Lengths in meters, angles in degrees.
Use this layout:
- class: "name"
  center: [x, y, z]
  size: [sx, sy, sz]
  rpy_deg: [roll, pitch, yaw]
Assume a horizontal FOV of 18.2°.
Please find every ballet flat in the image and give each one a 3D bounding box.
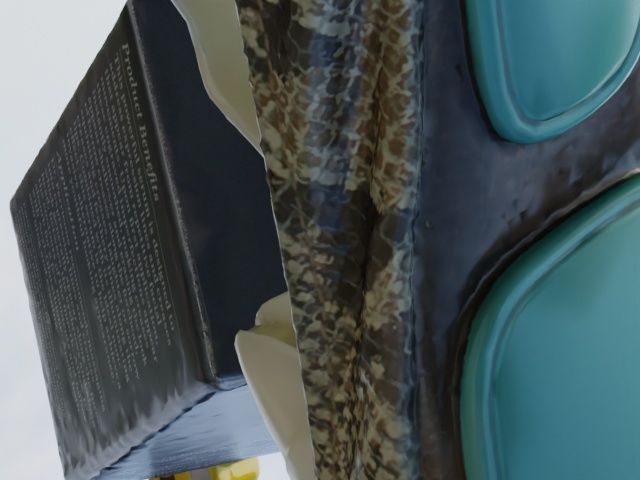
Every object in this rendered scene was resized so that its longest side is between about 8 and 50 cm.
- class: "ballet flat"
  center: [0.035, -0.025, 0.613]
  size: [0.182, 0.482, 0.164]
  rpy_deg: [11, -150, 44]

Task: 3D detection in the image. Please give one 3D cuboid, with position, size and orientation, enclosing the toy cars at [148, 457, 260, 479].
- class: "toy cars"
  center: [-0.103, 0.244, 1.503]
  size: [0.087, 0.176, 0.393]
  rpy_deg: [-16, -135, 31]

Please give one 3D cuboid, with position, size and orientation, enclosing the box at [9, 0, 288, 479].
- class: "box"
  center: [0.000, 0.000, 1.206]
  size: [0.294, 0.212, 0.395]
  rpy_deg: [-9, 169, -21]
